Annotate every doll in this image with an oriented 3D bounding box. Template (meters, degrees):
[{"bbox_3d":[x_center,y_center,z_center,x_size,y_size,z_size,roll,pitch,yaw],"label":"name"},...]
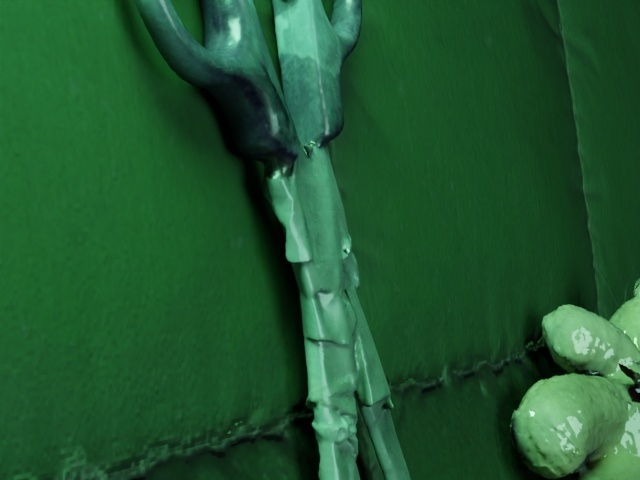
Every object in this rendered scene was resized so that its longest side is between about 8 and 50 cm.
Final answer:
[{"bbox_3d":[0.231,0.134,1.229,0.278,0.149,0.175,-26,121,-56],"label":"doll"}]

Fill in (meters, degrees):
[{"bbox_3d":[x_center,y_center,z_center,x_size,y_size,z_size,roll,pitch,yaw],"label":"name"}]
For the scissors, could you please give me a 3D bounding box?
[{"bbox_3d":[0.000,0.000,0.880,0.256,0.029,0.384,-28,106,-66],"label":"scissors"}]
